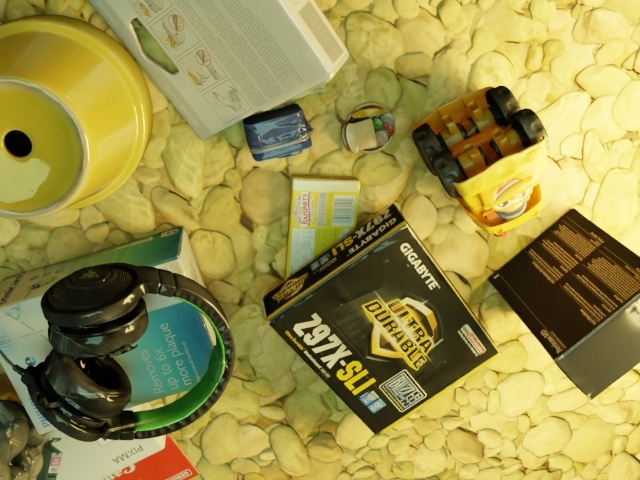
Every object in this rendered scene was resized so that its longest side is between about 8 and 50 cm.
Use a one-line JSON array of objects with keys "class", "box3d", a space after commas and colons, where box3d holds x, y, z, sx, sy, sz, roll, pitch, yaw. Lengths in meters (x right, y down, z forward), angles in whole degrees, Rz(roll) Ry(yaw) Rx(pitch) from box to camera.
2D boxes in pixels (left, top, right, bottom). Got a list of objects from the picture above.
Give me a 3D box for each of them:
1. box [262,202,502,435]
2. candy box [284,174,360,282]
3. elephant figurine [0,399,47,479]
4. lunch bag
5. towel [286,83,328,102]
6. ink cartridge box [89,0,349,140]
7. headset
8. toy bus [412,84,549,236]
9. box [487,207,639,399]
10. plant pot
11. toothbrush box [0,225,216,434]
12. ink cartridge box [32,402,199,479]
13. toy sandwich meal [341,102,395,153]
[{"class": "box", "box3d": [0.103, 0.138, 1.094, 0.257, 0.079, 0.322, -34, 119, 8]}, {"class": "candy box", "box3d": [0.000, 0.000, 1.068, 0.105, 0.027, 0.206, 2, 112, -8]}, {"class": "elephant figurine", "box3d": [-0.553, 0.300, 1.023, 0.239, 0.169, 0.186, 11, 85, 9]}, {"class": "lunch bag", "box3d": [-0.057, -0.151, 0.977, 0.098, 0.067, 0.065, -15, 114, -3]}, {"class": "towel", "box3d": [-0.053, -0.267, 0.953, 0.110, 0.027, 0.148, -18, 113, -1]}, {"class": "ink cartridge box", "box3d": [-0.148, -0.296, 0.876, 0.261, 0.066, 0.296, -15, 122, 42]}, {"class": "headset", "box3d": [-0.299, 0.154, 0.870, 0.394, 0.185, 0.243, 11, 109, -22]}, {"class": "toy bus", "box3d": [0.244, -0.085, 0.971, 0.149, 0.220, 0.211, -26, 119, 6]}, {"class": "box", "box3d": [0.392, 0.084, 1.029, 0.184, 0.261, 0.103, -39, 112, 9]}, {"class": "plant pot", "box3d": [-0.347, -0.142, 0.849, 0.253, 0.239, 0.254, -3, 112, -7]}, {"class": "toothbrush box", "box3d": [-0.313, 0.132, 1.027, 0.295, 0.126, 0.216, -15, 113, 0]}, {"class": "ink cartridge box", "box3d": [-0.383, 0.390, 1.159, 0.275, 0.060, 0.239, -27, 112, 4]}, {"class": "toy sandwich meal", "box3d": [0.072, -0.163, 1.010, 0.085, 0.029, 0.086, -3, 112, -7]}]
